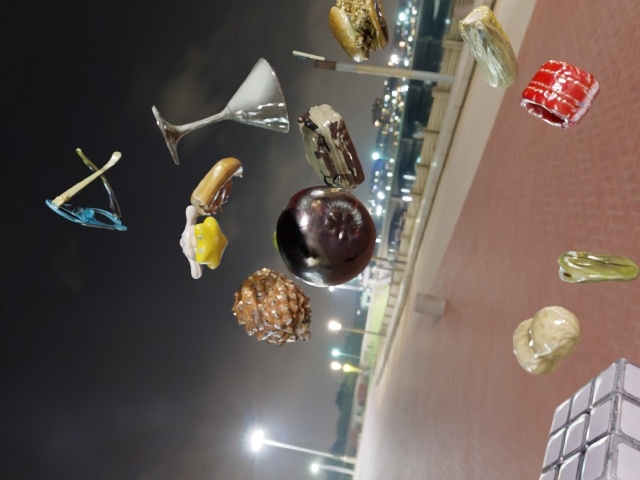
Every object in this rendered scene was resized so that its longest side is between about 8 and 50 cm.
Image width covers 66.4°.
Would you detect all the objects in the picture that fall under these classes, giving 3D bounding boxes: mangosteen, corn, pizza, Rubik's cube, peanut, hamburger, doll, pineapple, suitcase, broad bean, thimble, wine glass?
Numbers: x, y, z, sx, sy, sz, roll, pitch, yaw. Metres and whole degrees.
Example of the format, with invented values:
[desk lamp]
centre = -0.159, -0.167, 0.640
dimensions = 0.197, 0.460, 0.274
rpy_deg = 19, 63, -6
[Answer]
[mangosteen]
centre = 0.011, -0.004, 1.407
dimensions = 0.300, 0.300, 0.300
rpy_deg = 9, -90, -83
[corn]
centre = 0.548, -0.619, 1.583
dimensions = 0.305, 0.122, 0.123
rpy_deg = 37, -135, -39
[pizza]
centre = -0.227, -0.120, 1.096
dimensions = 0.271, 0.056, 0.134
rpy_deg = -82, 15, -76
[Rubik's cube]
centre = 0.682, 0.492, 1.039
dimensions = 0.304, 0.305, 0.301
rpy_deg = -54, -16, -38
[peanut]
centre = 0.500, 0.219, 1.090
dimensions = 0.257, 0.123, 0.124
rpy_deg = 74, -155, -57
[hamburger]
centre = 0.095, -0.524, 1.200
dimensions = 0.185, 0.131, 0.159
rpy_deg = -83, -29, -77
[doll]
centre = -0.234, -0.004, 0.950
dimensions = 0.071, 0.113, 0.135
rpy_deg = -8, -107, -48
[pineapple]
centre = -0.095, 0.160, 1.087
dimensions = 0.166, 0.193, 0.166
rpy_deg = -40, -31, -30
[suitcase]
centre = 0.042, -0.361, 2.004
dimensions = 0.352, 0.194, 0.339
rpy_deg = 64, 180, -32
[broad bean]
centre = 0.800, 0.080, 1.420
dimensions = 0.153, 0.206, 0.072
rpy_deg = -41, -59, -43
[thimble]
centre = 0.627, -0.383, 1.294
dimensions = 0.125, 0.163, 0.189
rpy_deg = -57, 7, 14
[wine glass]
centre = -0.332, -0.416, 1.641
dimensions = 0.267, 0.406, 0.267
rpy_deg = 62, 169, 21

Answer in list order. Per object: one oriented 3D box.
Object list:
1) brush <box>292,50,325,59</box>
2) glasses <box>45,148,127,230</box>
[brush]
centre = -0.030, -0.467, 1.245
dimensions = 0.016, 0.083, 0.013
rpy_deg = -81, 2, -57
[glasses]
centre = -0.564, -0.127, 1.202
dimensions = 0.239, 0.102, 0.207
rpy_deg = 28, -119, -78
